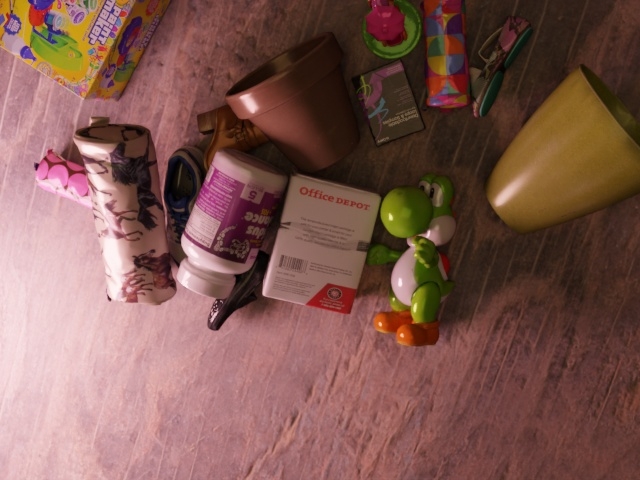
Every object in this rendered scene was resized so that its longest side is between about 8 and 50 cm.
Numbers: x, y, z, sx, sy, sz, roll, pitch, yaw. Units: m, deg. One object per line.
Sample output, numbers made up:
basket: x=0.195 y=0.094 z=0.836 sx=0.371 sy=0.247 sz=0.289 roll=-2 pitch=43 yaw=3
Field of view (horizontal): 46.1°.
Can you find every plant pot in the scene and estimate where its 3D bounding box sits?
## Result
plant pot: x=0.481 y=-0.149 z=1.495 sx=0.293 sy=0.275 sz=0.274 roll=-40 pitch=90 yaw=28
plant pot: x=-0.034 y=-0.274 z=1.581 sx=0.263 sy=0.263 sz=0.229 roll=-26 pitch=112 yaw=13

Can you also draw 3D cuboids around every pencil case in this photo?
pencil case: x=-0.557 y=-0.135 z=1.756 sx=0.210 sy=0.095 sz=0.098 roll=21 pitch=101 yaw=4
pencil case: x=-0.425 y=-0.062 z=1.648 sx=0.184 sy=0.160 sz=0.410 roll=20 pitch=123 yaw=46
pencil case: x=0.259 y=-0.386 z=1.566 sx=0.105 sy=0.104 sz=0.236 roll=-1 pitch=98 yaw=11

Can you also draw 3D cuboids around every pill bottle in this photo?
pill bottle: x=-0.198 y=-0.033 z=1.622 sx=0.169 sy=0.169 sz=0.301 roll=25 pitch=102 yaw=6

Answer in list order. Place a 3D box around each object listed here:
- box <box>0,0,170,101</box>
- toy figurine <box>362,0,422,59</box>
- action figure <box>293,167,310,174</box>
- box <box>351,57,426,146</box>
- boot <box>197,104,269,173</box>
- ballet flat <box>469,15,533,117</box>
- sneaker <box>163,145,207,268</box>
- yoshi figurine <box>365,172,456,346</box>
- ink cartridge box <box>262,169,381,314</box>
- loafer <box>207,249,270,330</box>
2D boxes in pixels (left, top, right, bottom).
box: x=-0.527 y=-0.502 z=1.653 sx=0.279 sy=0.177 sz=0.289 roll=32 pitch=103 yaw=3
toy figurine: x=0.135 y=-0.467 z=1.545 sx=0.130 sy=0.159 sz=0.173 roll=-14 pitch=95 yaw=12
action figure: x=-0.018 y=-0.122 z=1.692 sx=0.115 sy=0.030 sz=0.038 roll=43 pitch=108 yaw=4
box: x=0.148 y=-0.298 z=1.634 sx=0.116 sy=0.029 sz=0.162 roll=-20 pitch=95 yaw=13
boot: x=-0.186 y=-0.208 z=1.689 sx=0.153 sy=0.073 sz=0.197 roll=-10 pitch=99 yaw=7
ballet flat: x=0.359 y=-0.366 z=1.570 sx=0.079 sy=0.077 sz=0.221 roll=31 pitch=98 yaw=23
sneaker: x=-0.316 y=-0.064 z=1.702 sx=0.112 sy=0.131 sz=0.296 roll=0 pitch=100 yaw=9
yoshi figurine: x=0.184 y=0.033 z=1.597 sx=0.204 sy=0.203 sz=0.361 roll=10 pitch=97 yaw=15
ink cartridge box: x=0.000 y=0.000 z=1.638 sx=0.197 sy=0.114 sz=0.272 roll=13 pitch=102 yaw=-7
loafer: x=-0.182 y=0.122 z=1.731 sx=0.078 sy=0.076 sz=0.223 roll=32 pitch=100 yaw=-20
